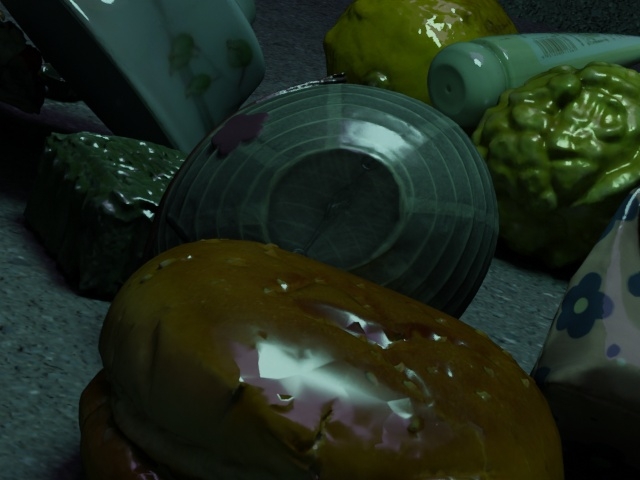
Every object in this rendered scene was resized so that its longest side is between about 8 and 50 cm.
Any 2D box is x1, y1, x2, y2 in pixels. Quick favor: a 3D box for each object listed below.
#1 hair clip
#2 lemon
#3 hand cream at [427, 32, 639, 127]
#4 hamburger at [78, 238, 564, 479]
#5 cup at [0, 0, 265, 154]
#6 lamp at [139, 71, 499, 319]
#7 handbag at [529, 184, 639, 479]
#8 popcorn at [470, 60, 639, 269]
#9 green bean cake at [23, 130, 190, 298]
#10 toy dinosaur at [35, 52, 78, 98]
[{"bbox_3d":[-0.373,-0.216,1.837,0.138,0.091,0.321,18,9,-38],"label":"hair clip"},{"bbox_3d":[0.124,-0.207,2.119,0.233,0.233,0.288,24,30,21],"label":"lemon"},{"bbox_3d":[0.248,-0.199,1.998,0.306,0.093,0.147,-19,15,-38],"label":"hand cream"},{"bbox_3d":[0.001,0.111,1.091,0.289,0.170,0.314,19,14,-17],"label":"hamburger"},{"bbox_3d":[-0.173,-0.223,1.678,0.347,0.163,0.347,48,-9,10],"label":"cup"},{"bbox_3d":[0.000,0.000,1.341,0.233,0.265,0.233,49,-12,14],"label":"lamp"},{"bbox_3d":[0.289,0.093,1.303,0.251,0.193,0.190,20,-21,7],"label":"handbag"},{"bbox_3d":[0.276,-0.070,1.890,0.259,0.259,0.212,3,36,-40],"label":"popcorn"},{"bbox_3d":[-0.142,-0.021,1.495,0.173,0.094,0.181,10,19,-27],"label":"green bean cake"},{"bbox_3d":[-0.219,-0.144,1.956,0.187,0.087,0.179,-4,59,-15],"label":"toy dinosaur"}]
